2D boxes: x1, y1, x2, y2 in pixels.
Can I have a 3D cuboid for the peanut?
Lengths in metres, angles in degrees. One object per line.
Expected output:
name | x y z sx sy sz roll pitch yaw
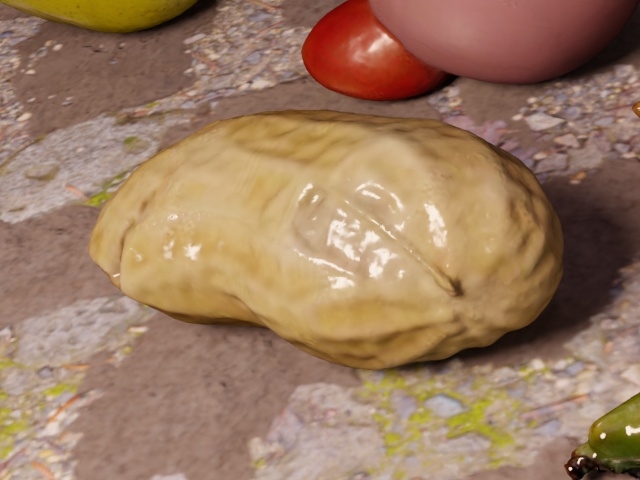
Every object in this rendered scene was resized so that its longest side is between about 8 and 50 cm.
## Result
peanut | 0.003 -0.004 1.123 0.340 0.158 0.174 13 75 39

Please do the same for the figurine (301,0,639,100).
figurine | 0.151 -0.221 1.314 0.211 0.261 0.269 41 59 17

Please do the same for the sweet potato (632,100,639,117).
sweet potato | 0.316 -0.139 1.265 0.179 0.044 0.044 -25 38 -14

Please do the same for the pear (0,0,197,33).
pear | -0.197 -0.329 1.522 0.294 0.294 0.294 -10 37 8

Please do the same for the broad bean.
broad bean | 0.246 0.102 0.976 0.213 0.048 0.070 -14 37 2
